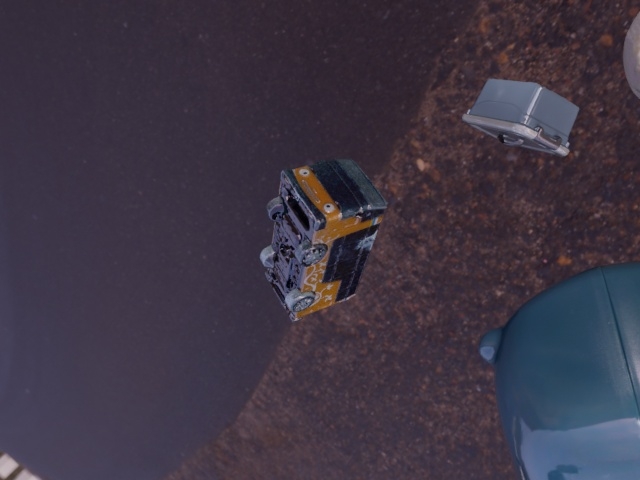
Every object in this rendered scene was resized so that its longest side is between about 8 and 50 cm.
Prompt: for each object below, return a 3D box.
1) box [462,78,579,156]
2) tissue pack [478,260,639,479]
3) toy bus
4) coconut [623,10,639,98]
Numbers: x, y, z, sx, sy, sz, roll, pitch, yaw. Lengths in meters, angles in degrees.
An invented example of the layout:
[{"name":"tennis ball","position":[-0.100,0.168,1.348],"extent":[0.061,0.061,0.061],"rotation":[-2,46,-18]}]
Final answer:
[{"name":"box","position":[0.440,-0.268,1.297],"extent":[0.162,0.130,0.227],"rotation":[19,-171,-26]},{"name":"tissue pack","position":[0.244,0.165,0.448],"extent":[0.206,0.198,0.287],"rotation":[-14,123,22]},{"name":"toy bus","position":[0.000,0.000,1.206],"extent":[0.162,0.194,0.323],"rotation":[56,150,32]},{"name":"coconut","position":[0.599,-0.309,0.909],"extent":[0.227,0.230,0.227],"rotation":[28,138,29]}]
